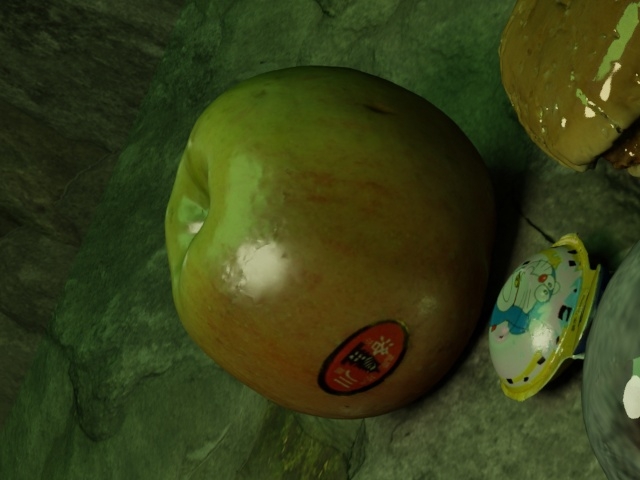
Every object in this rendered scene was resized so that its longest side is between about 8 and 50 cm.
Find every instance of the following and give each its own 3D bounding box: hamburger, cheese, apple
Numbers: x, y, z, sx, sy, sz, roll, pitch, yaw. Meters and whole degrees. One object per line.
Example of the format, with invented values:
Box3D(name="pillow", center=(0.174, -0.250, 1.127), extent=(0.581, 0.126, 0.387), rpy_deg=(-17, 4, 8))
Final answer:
Box3D(name="hamburger", center=(0.264, -0.187, 1.663), extent=(0.283, 0.144, 0.260), rpy_deg=(-114, 47, -71))
Box3D(name="cheese", center=(0.207, 0.063, 1.642), extent=(0.250, 0.064, 0.157), rpy_deg=(-13, 58, 69))
Box3D(name="apple", center=(0.000, 0.000, 1.887), extent=(0.338, 0.305, 0.338), rpy_deg=(-49, 28, 37))

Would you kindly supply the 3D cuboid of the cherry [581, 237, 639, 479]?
Box3D(name="cherry", center=(0.282, 0.070, 1.206), extent=(0.255, 0.218, 0.296), rpy_deg=(-59, -2, 8))
